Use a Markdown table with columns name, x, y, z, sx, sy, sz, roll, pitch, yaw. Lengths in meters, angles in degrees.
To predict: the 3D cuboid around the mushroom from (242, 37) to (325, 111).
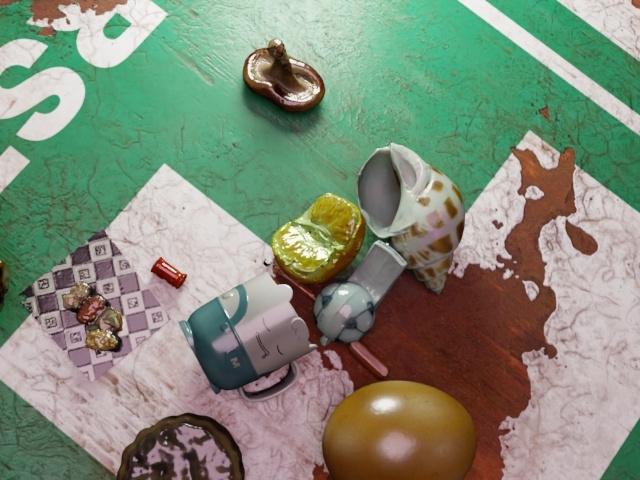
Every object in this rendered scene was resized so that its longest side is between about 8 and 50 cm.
| name | x | y | z | sx | sy | sz | roll | pitch | yaw |
| --- | --- | --- | --- | --- | --- | --- | --- | --- | --- |
| mushroom | -0.090 | -0.429 | 1.981 | 0.227 | 0.217 | 0.148 | 22 | 76 | 0 |

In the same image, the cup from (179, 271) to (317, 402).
| name | x | y | z | sx | sy | sz | roll | pitch | yaw |
| --- | --- | --- | --- | --- | --- | --- | --- | --- | --- |
| cup | -0.158 | 0.243 | 1.847 | 0.257 | 0.219 | 0.290 | -27 | 113 | -9 |

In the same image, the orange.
| name | x | y | z | sx | sy | sz | roll | pitch | yaw |
| --- | --- | --- | --- | --- | --- | --- | --- | --- | --- |
| orange | -0.001 | 0.004 | 1.925 | 0.237 | 0.158 | 0.179 | -45 | 65 | -11 |

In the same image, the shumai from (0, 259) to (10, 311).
| name | x | y | z | sx | sy | sz | roll | pitch | yaw |
| --- | --- | --- | --- | --- | --- | --- | --- | --- | --- |
| shumai | -0.873 | 0.062 | 1.789 | 0.395 | 0.395 | 0.348 | -47 | 106 | -12 |

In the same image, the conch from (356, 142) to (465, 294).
| name | x | y | z | sx | sy | sz | roll | pitch | yaw |
| --- | --- | --- | --- | --- | --- | --- | --- | --- | --- |
| conch | 0.232 | -0.050 | 1.942 | 0.249 | 0.197 | 0.368 | -9 | 81 | 15 |

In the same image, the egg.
| name | x | y | z | sx | sy | sz | roll | pitch | yaw |
| --- | --- | --- | --- | --- | --- | --- | --- | --- | --- |
| egg | 0.178 | 0.457 | 1.779 | 0.351 | 0.282 | 0.283 | -8 | 79 | -9 |

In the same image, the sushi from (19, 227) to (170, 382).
| name | x | y | z | sx | sy | sz | roll | pitch | yaw |
| --- | --- | --- | --- | --- | --- | --- | --- | --- | --- |
| sushi | -0.548 | 0.154 | 1.903 | 0.264 | 0.050 | 0.290 | -39 | 83 | -12 |

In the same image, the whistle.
| name | x | y | z | sx | sy | sz | roll | pitch | yaw |
| --- | --- | --- | --- | --- | --- | --- | --- | --- | --- |
| whistle | 0.076 | 0.144 | 1.885 | 0.163 | 0.163 | 0.290 | 33 | 115 | 3 |

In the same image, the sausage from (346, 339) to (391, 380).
| name | x | y | z | sx | sy | sz | roll | pitch | yaw |
| --- | --- | --- | --- | --- | --- | --- | --- | --- | --- |
| sausage | 0.115 | 0.287 | 1.935 | 0.131 | 0.039 | 0.041 | 43 | 80 | 5 |

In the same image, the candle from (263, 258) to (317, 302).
| name | x | y | z | sx | sy | sz | roll | pitch | yaw |
| --- | --- | --- | --- | --- | --- | --- | --- | --- | --- |
| candle | -0.073 | 0.098 | 1.970 | 0.167 | 0.021 | 0.026 | 37 | 51 | 5 |

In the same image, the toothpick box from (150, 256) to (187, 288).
| name | x | y | z | sx | sy | sz | roll | pitch | yaw |
| --- | --- | --- | --- | --- | --- | --- | --- | --- | --- |
| toothpick box | -0.370 | 0.081 | 1.935 | 0.083 | 0.047 | 0.047 | 34 | 77 | 3 |

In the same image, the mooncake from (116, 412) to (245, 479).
| name | x | y | z | sx | sy | sz | roll | pitch | yaw |
| --- | --- | --- | --- | --- | --- | --- | --- | --- | --- |
| mooncake | -0.315 | 0.536 | 1.783 | 0.290 | 0.161 | 0.290 | 1 | 76 | -3 |
